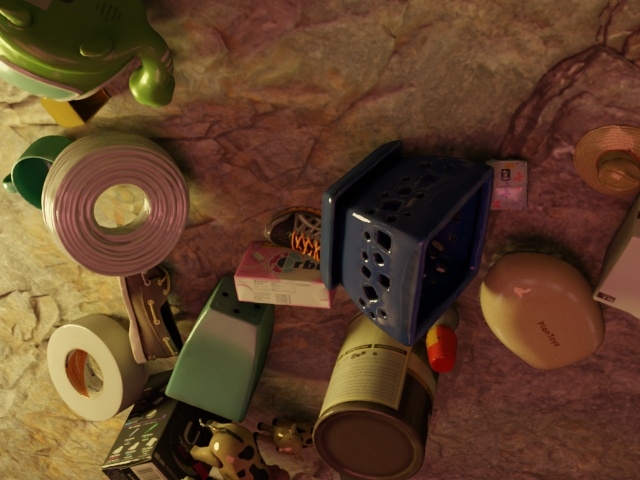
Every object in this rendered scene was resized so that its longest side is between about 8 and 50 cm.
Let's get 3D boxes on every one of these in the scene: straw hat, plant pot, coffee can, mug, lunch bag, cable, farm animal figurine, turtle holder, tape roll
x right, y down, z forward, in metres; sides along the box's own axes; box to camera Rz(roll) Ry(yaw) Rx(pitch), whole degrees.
[{"bbox_3d":[0.470,-0.109,1.551,0.144,0.061,0.144,8,129,11],"label":"straw hat"},{"bbox_3d":[-0.435,-0.245,1.711,0.083,0.081,0.081,-12,124,40],"label":"plant pot"},{"bbox_3d":[0.114,0.280,1.832,0.201,0.275,0.202,9,130,10],"label":"coffee can"},{"bbox_3d":[-0.496,-0.132,1.805,0.157,0.097,0.129,20,131,2],"label":"mug"},{"bbox_3d":[0.306,-0.093,1.620,0.071,0.053,0.083,2,119,14],"label":"lunch bag"},{"bbox_3d":[-0.360,-0.062,1.745,0.257,0.089,0.257,25,100,-31],"label":"cable"},{"bbox_3d":[-0.183,0.201,1.939,0.165,0.166,0.234,20,128,0],"label":"plant pot"},{"bbox_3d":[0.129,-0.012,1.610,0.212,0.236,0.236,26,136,25],"label":"plant pot"},{"bbox_3d":[-0.127,0.469,1.995,0.172,0.330,0.327,2,145,37],"label":"farm animal figurine"},{"bbox_3d":[-0.389,-0.335,1.549,0.320,0.243,0.227,-4,159,-31],"label":"turtle holder"},{"bbox_3d":[-0.475,0.268,2.082,0.219,0.072,0.219,12,112,31],"label":"tape roll"}]

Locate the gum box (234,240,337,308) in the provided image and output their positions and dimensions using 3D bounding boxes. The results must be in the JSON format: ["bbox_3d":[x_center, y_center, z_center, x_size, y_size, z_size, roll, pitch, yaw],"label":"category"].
[{"bbox_3d":[-0.062,0.062,1.821,0.188,0.107,0.062,4,129,14],"label":"gum box"}]

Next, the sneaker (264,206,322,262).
[{"bbox_3d":[0.000,0.000,1.769,0.214,0.083,0.084,7,131,13],"label":"sneaker"}]

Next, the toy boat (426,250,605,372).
[{"bbox_3d":[0.328,0.128,1.749,0.318,0.148,0.267,-21,124,22],"label":"toy boat"}]

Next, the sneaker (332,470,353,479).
[{"bbox_3d":[0.106,0.601,2.214,0.091,0.094,0.258,-35,113,31],"label":"sneaker"}]

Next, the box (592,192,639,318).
[{"bbox_3d":[0.558,0.037,1.572,0.181,0.119,0.182,21,143,7],"label":"box"}]

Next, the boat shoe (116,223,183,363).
[{"bbox_3d":[-0.339,0.104,1.942,0.096,0.117,0.324,-6,122,-2],"label":"boat shoe"}]

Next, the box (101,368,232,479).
[{"bbox_3d":[-0.314,0.418,2.078,0.143,0.270,0.165,-18,121,29],"label":"box"}]
